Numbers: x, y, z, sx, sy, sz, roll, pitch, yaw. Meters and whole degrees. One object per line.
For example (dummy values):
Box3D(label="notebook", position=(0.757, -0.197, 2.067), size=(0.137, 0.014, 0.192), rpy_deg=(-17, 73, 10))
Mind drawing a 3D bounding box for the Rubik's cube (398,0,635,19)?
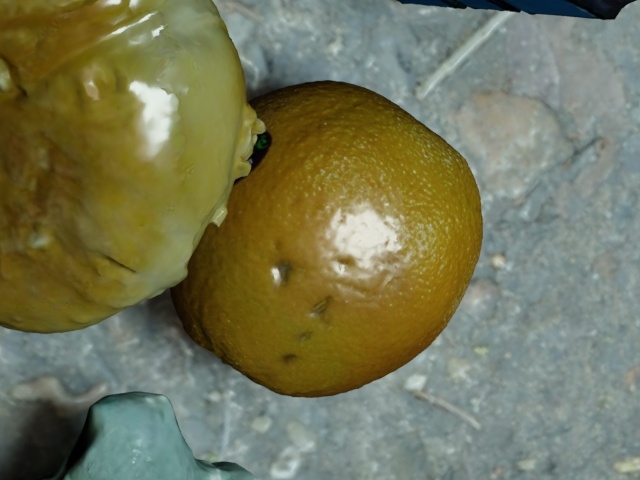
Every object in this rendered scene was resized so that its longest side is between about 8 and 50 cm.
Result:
Box3D(label="Rubik's cube", position=(0.053, -0.310, 0.881), size=(0.283, 0.288, 0.293), rpy_deg=(20, 90, -25))

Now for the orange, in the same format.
Box3D(label="orange", position=(0.000, 0.000, 0.976), size=(0.206, 0.206, 0.206), rpy_deg=(-4, 101, -20))

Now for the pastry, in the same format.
Box3D(label="pastry", position=(-0.173, -0.111, 0.871), size=(0.285, 0.184, 0.315), rpy_deg=(-25, 103, 30))

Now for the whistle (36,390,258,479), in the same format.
Box3D(label="whistle", position=(-0.142, 0.290, 1.008), size=(0.168, 0.188, 0.404), rpy_deg=(-3, 134, -25))
